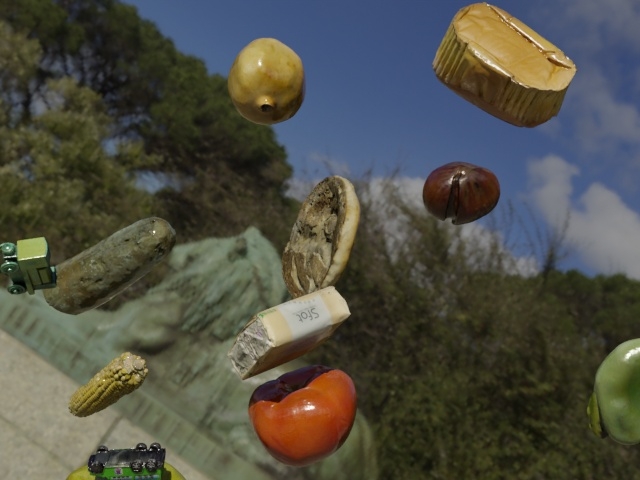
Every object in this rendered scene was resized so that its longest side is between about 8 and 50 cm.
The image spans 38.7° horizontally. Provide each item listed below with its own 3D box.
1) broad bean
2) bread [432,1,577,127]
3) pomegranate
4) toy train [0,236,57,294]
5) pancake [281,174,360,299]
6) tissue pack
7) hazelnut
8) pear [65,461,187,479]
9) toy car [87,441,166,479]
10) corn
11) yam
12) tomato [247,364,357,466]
[{"bbox_3d":[0.621,0.301,1.825,0.169,0.228,0.100,42,-2,-9],"label":"broad bean"},{"bbox_3d":[0.381,-0.354,1.910,0.288,0.204,0.156,33,-38,12],"label":"bread"},{"bbox_3d":[-0.144,-0.432,2.495,0.233,0.233,0.233,34,-7,5],"label":"pomegranate"},{"bbox_3d":[-0.453,0.040,1.404,0.122,0.081,0.050,96,-19,-56],"label":"toy train"},{"bbox_3d":[0.001,-0.001,2.474,0.082,0.387,0.387,20,0,-23],"label":"pancake"},{"bbox_3d":[-0.065,0.192,1.891,0.090,0.222,0.186,59,-42,18],"label":"tissue pack"},{"bbox_3d":[0.374,-0.135,2.413,0.203,0.178,0.178,8,-11,7],"label":"hazelnut"},{"bbox_3d":[-0.437,0.612,2.059,0.307,0.253,0.253,11,-7,0],"label":"pear"},{"bbox_3d":[-0.413,0.480,1.952,0.165,0.063,0.071,-3,24,0],"label":"toy car"},{"bbox_3d":[-0.480,0.328,2.058,0.086,0.087,0.288,37,-48,-22],"label":"corn"},{"bbox_3d":[-0.456,0.049,2.010,0.133,0.330,0.133,46,26,-30],"label":"yam"},{"bbox_3d":[-0.032,0.380,1.976,0.260,0.259,0.180,19,-51,66],"label":"tomato"}]
